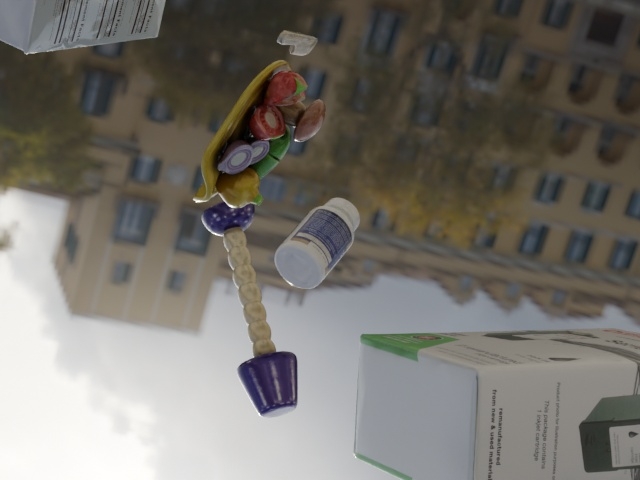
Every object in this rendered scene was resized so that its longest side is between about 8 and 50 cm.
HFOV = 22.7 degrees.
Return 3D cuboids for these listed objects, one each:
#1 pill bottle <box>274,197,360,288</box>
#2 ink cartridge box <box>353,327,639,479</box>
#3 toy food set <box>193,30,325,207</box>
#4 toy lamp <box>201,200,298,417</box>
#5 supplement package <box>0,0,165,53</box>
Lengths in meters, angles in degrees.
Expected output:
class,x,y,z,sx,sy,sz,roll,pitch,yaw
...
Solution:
class,x,y,z,sx,sy,sz,roll,pitch,yaw
pill bottle,0.000,0.000,1.938,0.067,0.067,0.120,22,-137,18
ink cartridge box,0.204,0.149,1.405,0.289,0.121,0.211,0,-175,-27
toy food set,-0.050,-0.117,1.698,0.071,0.218,0.128,34,-175,12
toy lamp,-0.086,0.086,1.990,0.080,0.080,0.274,2,-118,-39
supplement package,-0.276,-0.292,1.563,0.194,0.149,0.203,27,-156,25
